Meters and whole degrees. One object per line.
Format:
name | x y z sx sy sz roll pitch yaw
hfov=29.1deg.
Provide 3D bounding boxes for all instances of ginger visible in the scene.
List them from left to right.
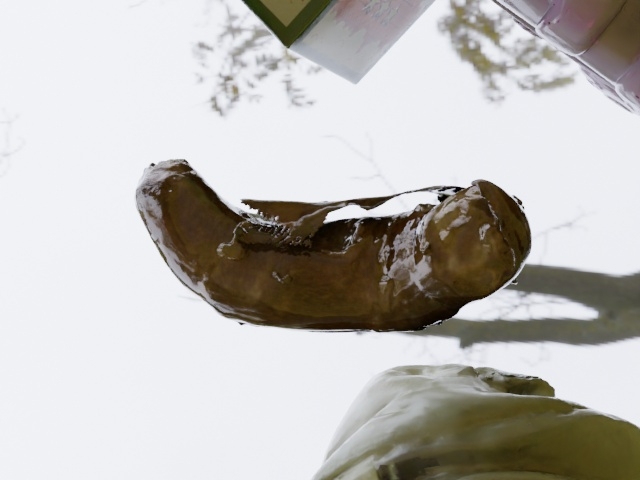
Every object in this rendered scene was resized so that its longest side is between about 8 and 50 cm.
ginger | 0.007 0.010 0.924 0.107 0.309 0.133 -74 -25 -43

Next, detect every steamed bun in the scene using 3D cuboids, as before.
steamed bun | 0.142 0.283 0.976 0.346 0.237 0.394 -34 -94 13

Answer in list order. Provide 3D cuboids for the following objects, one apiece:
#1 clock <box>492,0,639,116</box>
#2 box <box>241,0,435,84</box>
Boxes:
clock | 0.234 -0.226 1.128 0.322 0.295 0.113 36 -78 -5
box | -0.011 -0.261 1.049 0.148 0.195 0.177 -45 -17 12
